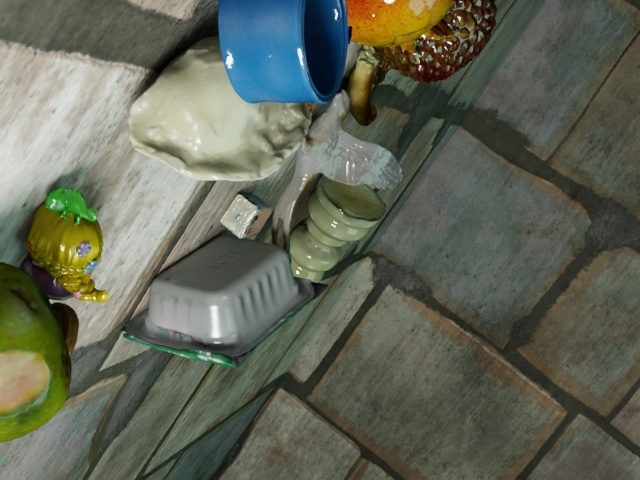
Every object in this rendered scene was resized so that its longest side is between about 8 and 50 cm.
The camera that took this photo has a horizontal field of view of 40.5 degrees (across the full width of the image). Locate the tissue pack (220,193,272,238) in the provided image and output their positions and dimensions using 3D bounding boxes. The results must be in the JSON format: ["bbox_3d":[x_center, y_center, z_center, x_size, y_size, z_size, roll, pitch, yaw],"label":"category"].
[{"bbox_3d":[-0.140,-0.048,1.655,0.074,0.059,0.094,-58,168,11],"label":"tissue pack"}]

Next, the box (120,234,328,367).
[{"bbox_3d":[-0.177,0.087,1.578,0.337,0.264,0.106,-40,135,-51],"label":"box"}]

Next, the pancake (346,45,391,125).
[{"bbox_3d":[0.131,-0.356,1.813,0.244,0.057,0.266,-48,167,-26],"label":"pancake"}]

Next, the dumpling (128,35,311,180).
[{"bbox_3d":[-0.115,-0.155,1.081,0.258,0.193,0.147,-31,167,-32],"label":"dumpling"}]

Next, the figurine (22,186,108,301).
[{"bbox_3d":[-0.298,0.010,1.064,0.156,0.115,0.095,-63,175,34],"label":"figurine"}]

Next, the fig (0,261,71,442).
[{"bbox_3d":[-0.410,0.137,0.915,0.275,0.206,0.206,-19,157,-16],"label":"fig"}]

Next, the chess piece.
[{"bbox_3d":[0.000,0.000,2.130,0.330,0.182,0.182,-54,170,34],"label":"chess piece"}]

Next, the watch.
[{"bbox_3d":[-0.042,-0.256,0.979,0.196,0.171,0.200,-30,120,-57],"label":"watch"}]

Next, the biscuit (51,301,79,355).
[{"bbox_3d":[-0.364,0.129,1.095,0.026,0.175,0.124,38,74,-37],"label":"biscuit"}]

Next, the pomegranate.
[{"bbox_3d":[0.099,-0.366,1.219,0.210,0.235,0.210,-32,-151,20],"label":"pomegranate"}]

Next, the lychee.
[{"bbox_3d":[0.182,-0.397,1.475,0.236,0.236,0.271,-50,144,-12],"label":"lychee"}]

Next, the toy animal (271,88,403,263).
[{"bbox_3d":[-0.032,-0.140,1.672,0.284,0.225,0.302,-47,146,-13],"label":"toy animal"}]
